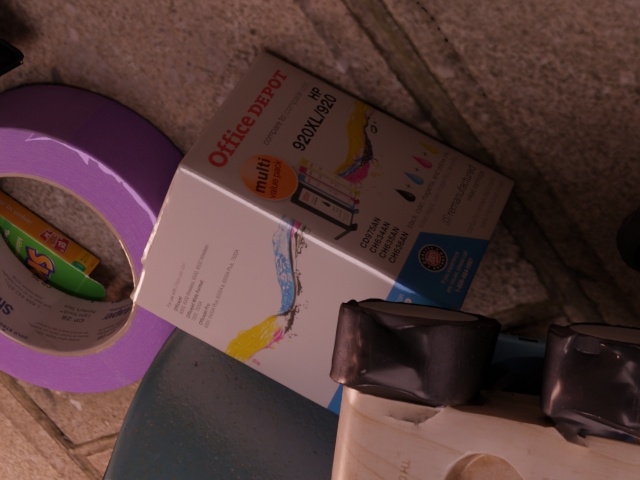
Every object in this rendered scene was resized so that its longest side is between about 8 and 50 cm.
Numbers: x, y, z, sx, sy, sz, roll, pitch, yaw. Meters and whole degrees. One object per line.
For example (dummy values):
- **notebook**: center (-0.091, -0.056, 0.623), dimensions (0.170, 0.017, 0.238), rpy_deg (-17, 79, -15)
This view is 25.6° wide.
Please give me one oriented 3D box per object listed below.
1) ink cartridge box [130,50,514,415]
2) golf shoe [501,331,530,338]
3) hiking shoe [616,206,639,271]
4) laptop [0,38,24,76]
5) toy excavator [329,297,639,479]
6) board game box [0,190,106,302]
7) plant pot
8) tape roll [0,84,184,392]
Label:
- **ink cartridge box**: center (0.000, 0.000, 1.119), dimensions (0.232, 0.171, 0.168), rpy_deg (28, 134, 2)
- **golf shoe**: center (0.159, 0.142, 1.238), dimensions (0.086, 0.067, 0.186), rpy_deg (28, 144, -3)
- **hiking shoe**: center (0.322, 0.039, 1.027), dimensions (0.227, 0.114, 0.086), rpy_deg (18, 133, 12)
- **laptop**: center (-0.513, -0.283, 1.228), dimensions (0.382, 0.236, 0.408), rpy_deg (-20, 85, 37)
- **toy excavator**: center (0.257, 0.166, 0.996), dimensions (0.433, 0.445, 0.222), rpy_deg (7, 93, 27)
- **board game box**: center (-0.331, 0.001, 1.385), dimensions (0.259, 0.039, 0.124), rpy_deg (37, 133, -3)
- **plant pot**: center (-0.067, 0.203, 1.228), dimensions (0.248, 0.252, 0.247), rpy_deg (38, 143, 9)
- **tape roll**: center (-0.235, 0.002, 1.271), dimensions (0.274, 0.090, 0.275), rpy_deg (10, 124, 14)
